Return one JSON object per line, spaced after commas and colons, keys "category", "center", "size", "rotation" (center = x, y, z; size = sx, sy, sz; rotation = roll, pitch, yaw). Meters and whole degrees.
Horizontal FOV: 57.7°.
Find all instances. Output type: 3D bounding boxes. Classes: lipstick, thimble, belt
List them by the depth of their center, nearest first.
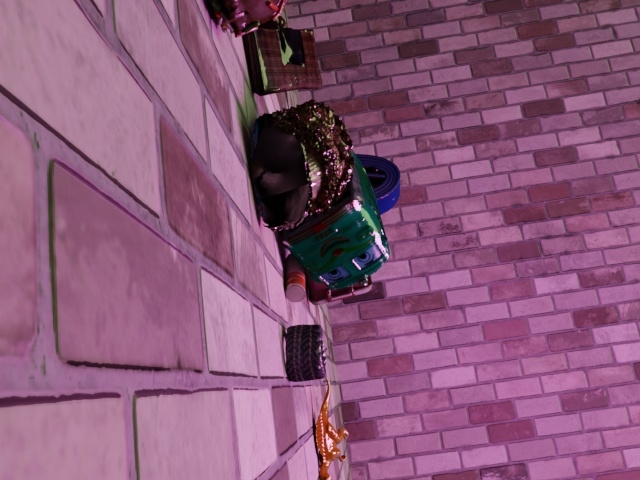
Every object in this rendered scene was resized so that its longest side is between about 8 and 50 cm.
{"category": "thimble", "center": [-0.024, 0.188, 0.975], "size": [0.104, 0.066, 0.095], "rotation": [72, 12, -75]}
{"category": "lipstick", "center": [-0.049, 0.070, 1.141], "size": [0.130, 0.038, 0.038], "rotation": [-96, 177, -63]}
{"category": "belt", "center": [0.095, -0.177, 1.957], "size": [0.117, 0.347, 0.212], "rotation": [79, 10, -62]}

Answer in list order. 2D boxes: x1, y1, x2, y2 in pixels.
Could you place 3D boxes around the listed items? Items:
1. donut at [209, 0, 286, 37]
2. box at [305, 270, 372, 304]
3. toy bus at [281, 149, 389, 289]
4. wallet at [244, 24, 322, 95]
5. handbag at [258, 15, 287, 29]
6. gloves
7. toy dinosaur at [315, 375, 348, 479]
{"category": "donut", "center": [-0.103, -0.394, 0.717], "size": [0.270, 0.103, 0.269], "rotation": [-10, 90, -90]}
{"category": "box", "center": [0.039, 0.051, 1.736], "size": [0.294, 0.193, 0.167], "rotation": [-93, 169, -72]}
{"category": "toy bus", "center": [0.031, -0.052, 1.227], "size": [0.199, 0.183, 0.343], "rotation": [53, 16, -27]}
{"category": "wallet", "center": [-0.066, -0.348, 1.120], "size": [0.230, 0.042, 0.124], "rotation": [-30, 116, -55]}
{"category": "handbag", "center": [-0.107, -0.452, 1.233], "size": [0.216, 0.074, 0.203], "rotation": [-86, 169, -77]}
{"category": "gloves", "center": [-0.035, -0.140, 0.983], "size": [0.210, 0.135, 0.312], "rotation": [62, 24, -1]}
{"category": "toy dinosaur", "center": [0.005, 0.423, 1.276], "size": [0.142, 0.057, 0.212], "rotation": [-12, 82, -69]}
